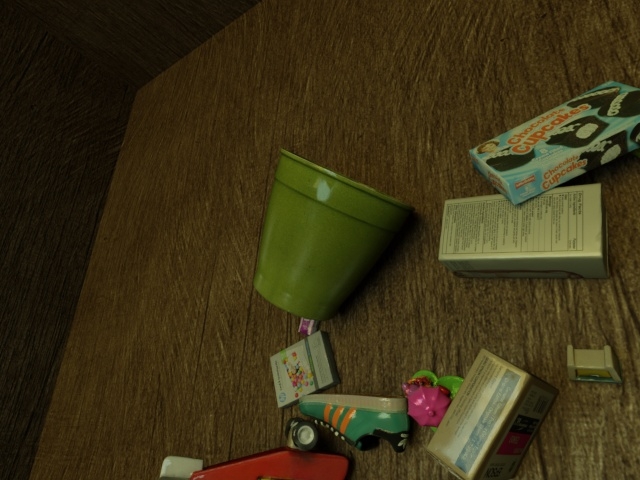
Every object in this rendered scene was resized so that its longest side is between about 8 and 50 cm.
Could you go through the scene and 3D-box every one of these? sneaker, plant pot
[{"bbox_3d":[0.064,0.414,0.966,0.302,0.108,0.121,-15,67,40],"label":"sneaker"},{"bbox_3d":[0.000,0.000,1.089,0.366,0.367,0.352,34,104,43],"label":"plant pot"}]

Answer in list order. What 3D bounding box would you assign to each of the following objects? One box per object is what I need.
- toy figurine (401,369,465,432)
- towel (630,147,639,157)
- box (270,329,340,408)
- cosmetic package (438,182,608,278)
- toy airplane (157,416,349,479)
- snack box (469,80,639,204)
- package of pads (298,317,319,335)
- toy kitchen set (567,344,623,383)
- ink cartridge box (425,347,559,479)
[{"bbox_3d":[0.220,0.317,0.851,0.173,0.159,0.130,33,91,44],"label":"toy figurine"},{"bbox_3d":[0.719,-0.248,0.818,0.237,0.021,0.102,-45,43,14],"label":"towel"},{"bbox_3d":[-0.046,0.347,1.135,0.186,0.038,0.145,-33,52,24],"label":"box"},{"bbox_3d":[0.414,-0.008,0.873,0.296,0.129,0.153,-2,66,39],"label":"cosmetic package"},{"bbox_3d":[-0.166,0.564,0.900,0.384,0.386,0.272,-22,73,27],"label":"toy airplane"},{"bbox_3d":[0.494,-0.204,0.856,0.322,0.060,0.187,-26,31,9],"label":"snack box"},{"bbox_3d":[-0.029,0.225,1.184,0.050,0.032,0.083,2,71,43],"label":"package of pads"},{"bbox_3d":[0.504,0.291,0.690,0.166,0.122,0.207,-10,43,36],"label":"toy kitchen set"},{"bbox_3d":[0.308,0.308,0.732,0.088,0.235,0.193,27,88,44],"label":"ink cartridge box"}]
